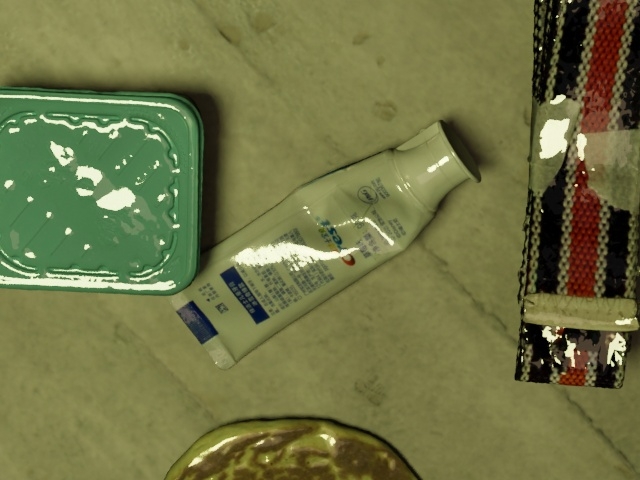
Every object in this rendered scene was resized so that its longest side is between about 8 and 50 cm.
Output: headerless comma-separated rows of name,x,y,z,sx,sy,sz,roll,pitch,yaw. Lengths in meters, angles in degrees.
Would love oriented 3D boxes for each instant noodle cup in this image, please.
instant noodle cup,-0.178,-0.042,0.947,0.179,0.070,0.157,3,104,-1

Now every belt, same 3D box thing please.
belt,0.199,-0.071,0.918,0.094,0.126,0.359,4,97,9

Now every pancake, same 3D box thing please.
pancake,-0.030,0.260,1.032,0.250,0.031,0.250,0,103,0

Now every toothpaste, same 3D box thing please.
toothpaste,0.000,0.000,0.969,0.266,0.061,0.096,-33,102,15
